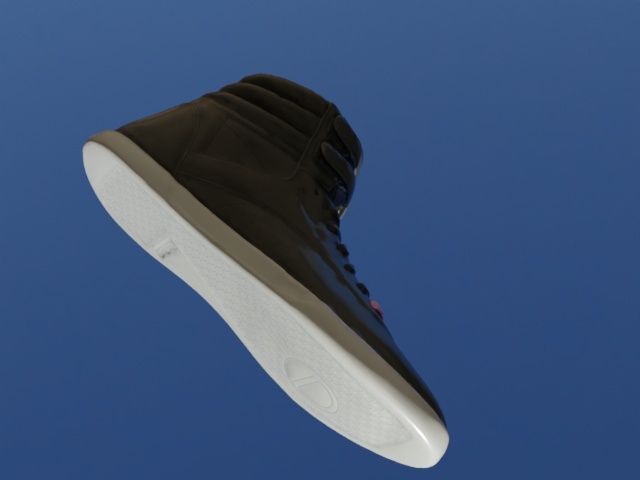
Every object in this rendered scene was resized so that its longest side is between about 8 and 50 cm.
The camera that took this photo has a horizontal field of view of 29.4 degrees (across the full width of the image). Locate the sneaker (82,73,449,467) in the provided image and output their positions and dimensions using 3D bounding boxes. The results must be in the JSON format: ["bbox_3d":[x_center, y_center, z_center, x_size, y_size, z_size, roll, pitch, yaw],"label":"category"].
[{"bbox_3d":[0.000,0.000,0.754,0.147,0.105,0.295,-37,-113,-27],"label":"sneaker"}]
